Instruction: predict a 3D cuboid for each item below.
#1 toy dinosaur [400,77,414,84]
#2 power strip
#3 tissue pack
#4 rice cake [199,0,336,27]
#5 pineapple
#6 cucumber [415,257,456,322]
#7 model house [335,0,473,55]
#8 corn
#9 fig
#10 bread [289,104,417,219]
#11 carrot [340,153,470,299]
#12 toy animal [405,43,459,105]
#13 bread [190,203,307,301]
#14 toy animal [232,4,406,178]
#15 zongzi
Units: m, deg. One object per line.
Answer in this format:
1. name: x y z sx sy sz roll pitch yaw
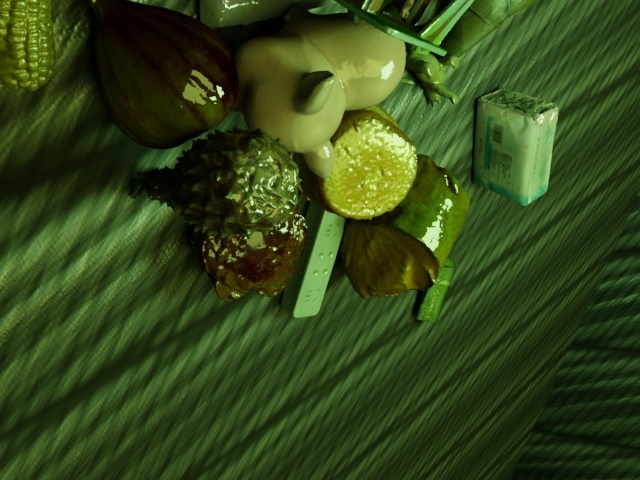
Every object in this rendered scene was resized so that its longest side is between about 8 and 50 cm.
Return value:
1. toy dinosaur: 0.091 -0.341 1.265 0.251 0.072 0.199 -51 146 -20
2. power strip: 0.000 0.000 1.374 0.091 0.062 0.385 -2 115 -45
3. tissue pack: 0.526 -0.256 1.611 0.124 0.201 0.271 -33 134 -28
4. rice cake: -0.054 -0.445 1.061 0.365 0.056 0.072 -25 131 -30
5. pineapple: -0.180 -0.085 0.944 0.175 0.361 0.175 -1 92 -35
6. cucumber: 0.342 0.150 1.792 0.078 0.062 0.211 8 119 -10
7. model house: 0.149 -0.490 0.896 0.340 0.300 0.323 -10 137 -53
8. corn: -0.401 -0.371 0.734 0.120 0.120 0.363 -18 125 -35
9. fig: -0.278 -0.284 0.867 0.321 0.217 0.217 42 83 -29
10. bread: 0.070 -0.158 1.209 0.269 0.146 0.268 -11 117 -22
11. carrot: 0.196 -0.030 1.377 0.340 0.242 0.241 -60 140 -16
12. toy animal: 0.252 -0.387 1.357 0.219 0.101 0.103 28 75 -46
13. bread: -0.146 -0.004 1.179 0.232 0.135 0.246 -4 117 -41
14. toy animal: -0.001 -0.281 1.025 0.327 0.269 0.237 -12 150 -7
15. zongzi: 0.311 -0.580 1.291 0.360 0.160 0.323 -39 123 19
